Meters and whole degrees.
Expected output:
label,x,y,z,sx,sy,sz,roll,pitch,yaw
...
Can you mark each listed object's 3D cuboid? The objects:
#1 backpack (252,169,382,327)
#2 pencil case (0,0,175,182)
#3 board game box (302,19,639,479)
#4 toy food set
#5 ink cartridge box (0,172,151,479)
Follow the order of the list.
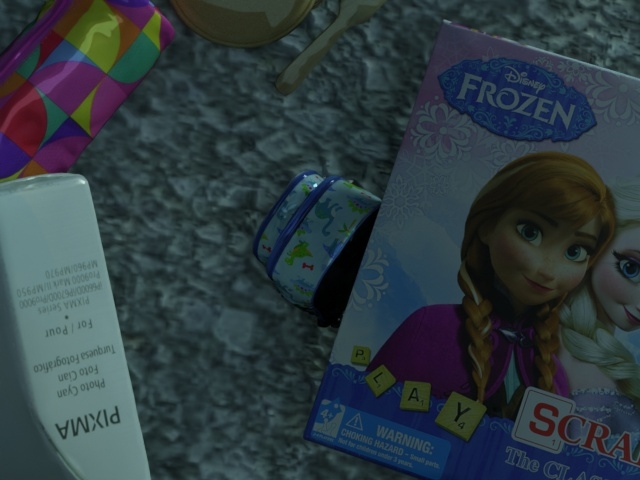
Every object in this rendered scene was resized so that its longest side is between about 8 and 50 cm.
label,x,y,z,sx,sy,sz,roll,pitch,yaw
backpack,0.000,0.000,1.464,0.084,0.114,0.105,34,86,12
pencil case,-0.211,-0.102,1.435,0.104,0.104,0.236,37,84,-8
board game box,0.187,0.041,1.372,0.319,0.066,0.318,17,88,11
toy food set,-0.057,-0.213,1.498,0.192,0.038,0.132,44,90,-13
ink cartridge box,-0.241,0.162,1.327,0.091,0.308,0.385,-12,92,-43
